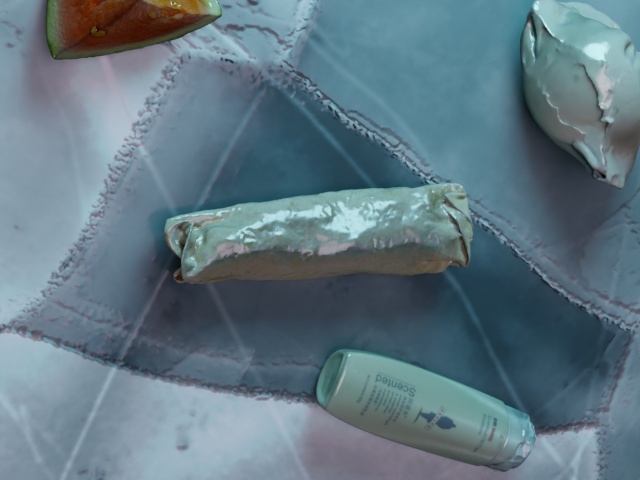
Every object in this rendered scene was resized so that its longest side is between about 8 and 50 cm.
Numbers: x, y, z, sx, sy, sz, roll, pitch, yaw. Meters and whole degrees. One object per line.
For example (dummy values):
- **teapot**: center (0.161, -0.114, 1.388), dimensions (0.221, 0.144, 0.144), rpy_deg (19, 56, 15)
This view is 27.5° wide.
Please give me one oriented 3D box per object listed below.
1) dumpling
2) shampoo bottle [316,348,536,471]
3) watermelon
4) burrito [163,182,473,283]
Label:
- **dumpling**: center (0.249, -0.142, 1.168), dimensions (0.127, 0.108, 0.188), rpy_deg (-26, 91, -37)
- **shampoo bottle**: center (0.098, 0.156, 1.190), dimensions (0.212, 0.049, 0.072), rpy_deg (20, 88, -22)
- **watermelon**: center (-0.153, -0.183, 1.016), dimensions (0.135, 0.094, 0.125), rpy_deg (-44, 117, -4)
- **burrito**: center (0.000, 0.000, 1.124), dimensions (0.275, 0.059, 0.082), rpy_deg (-6, 95, -19)
